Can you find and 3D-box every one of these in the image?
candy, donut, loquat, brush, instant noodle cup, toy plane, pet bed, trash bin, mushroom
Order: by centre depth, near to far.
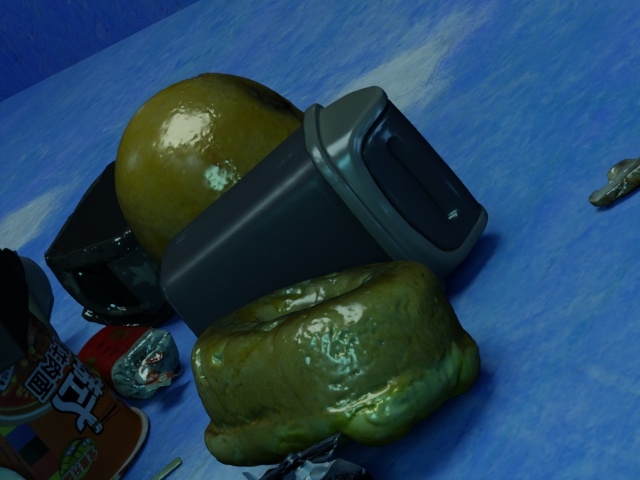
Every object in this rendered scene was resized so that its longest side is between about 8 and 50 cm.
[{"bbox_3d":[-0.005,0.205,1.405,0.053,0.078,0.197,-49,8,-25],"label":"toy plane"},{"bbox_3d":[0.011,0.103,1.483,0.261,0.128,0.208,-15,11,40],"label":"donut"},{"bbox_3d":[0.294,-0.065,1.604,0.101,0.019,0.049,-40,19,-11],"label":"mushroom"},{"bbox_3d":[0.000,0.000,1.685,0.290,0.209,0.182,-38,20,14],"label":"trash bin"},{"bbox_3d":[-0.173,0.243,1.701,0.083,0.013,0.016,-39,17,-11],"label":"brush"},{"bbox_3d":[-0.339,0.197,1.816,0.250,0.192,0.250,-32,20,13],"label":"instant noodle cup"},{"bbox_3d":[-0.105,-0.069,1.940,0.263,0.263,0.263,-32,19,13],"label":"loquat"},{"bbox_3d":[-0.223,0.137,1.963,0.086,0.059,0.292,-44,19,-18],"label":"candy"},{"bbox_3d":[-0.213,0.005,2.120,0.183,0.159,0.211,-15,35,38],"label":"pet bed"}]

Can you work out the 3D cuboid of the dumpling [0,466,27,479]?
[{"bbox_3d":[-0.393,0.324,1.573,0.270,0.320,0.212,-24,-22,16],"label":"dumpling"}]

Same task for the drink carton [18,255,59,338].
[{"bbox_3d":[-0.411,0.121,2.137,0.189,0.191,0.185,32,107,62],"label":"drink carton"}]

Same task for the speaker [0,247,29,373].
[{"bbox_3d":[-0.426,0.036,1.691,0.184,0.232,0.254,-34,20,2],"label":"speaker"}]
